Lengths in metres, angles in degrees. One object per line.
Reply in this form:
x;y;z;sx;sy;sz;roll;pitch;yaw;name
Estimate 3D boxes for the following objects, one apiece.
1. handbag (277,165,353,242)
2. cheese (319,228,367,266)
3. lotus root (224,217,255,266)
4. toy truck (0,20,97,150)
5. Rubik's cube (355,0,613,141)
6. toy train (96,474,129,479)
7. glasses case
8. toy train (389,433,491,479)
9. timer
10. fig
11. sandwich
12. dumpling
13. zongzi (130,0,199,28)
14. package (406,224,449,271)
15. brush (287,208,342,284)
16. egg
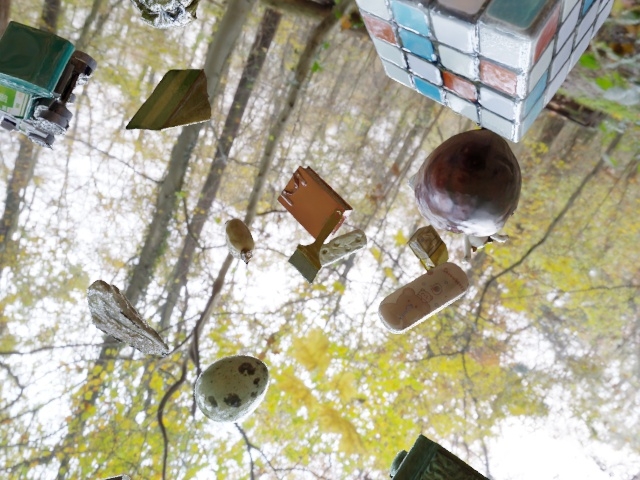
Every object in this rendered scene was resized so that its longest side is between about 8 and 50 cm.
-0.019;-0.099;1.434;0.190;0.127;0.063;47;-152;19;handbag
0.045;0.024;1.531;0.064;0.194;0.043;60;-160;-16;cheese
-0.185;-0.001;1.224;0.062;0.073;0.150;-8;-139;-23;lotus root
-0.412;-0.220;0.771;0.124;0.114;0.253;28;162;-31;toy truck
0.229;-0.334;0.712;0.253;0.259;0.256;36;179;23;Rubik's cube
-0.487;0.492;0.989;0.252;0.048;0.055;-12;-123;-3;toy train
0.209;0.114;1.077;0.204;0.051;0.081;-30;-110;-15;glasses case
0.267;0.527;1.048;0.299;0.166;0.238;30;158;21;toy train
0.365;-0.084;1.392;0.175;0.175;0.266;-19;-101;-58;timer
0.280;-0.132;0.954;0.187;0.249;0.204;25;177;15;fig
-0.219;-0.201;0.751;0.074;0.074;0.116;6;-158;23;sandwich
-0.573;0.219;1.541;0.166;0.332;0.086;-6;-140;27;dumpling
-0.262;-0.441;0.877;0.125;0.250;0.274;-11;178;-12;zongzi
0.270;0.032;1.285;0.071;0.047;0.131;-43;-75;-33;package
0.000;0.000;1.252;0.083;0.011;0.205;46;-122;-22;brush
-0.237;0.401;1.455;0.177;0.228;0.177;48;-157;-27;egg
